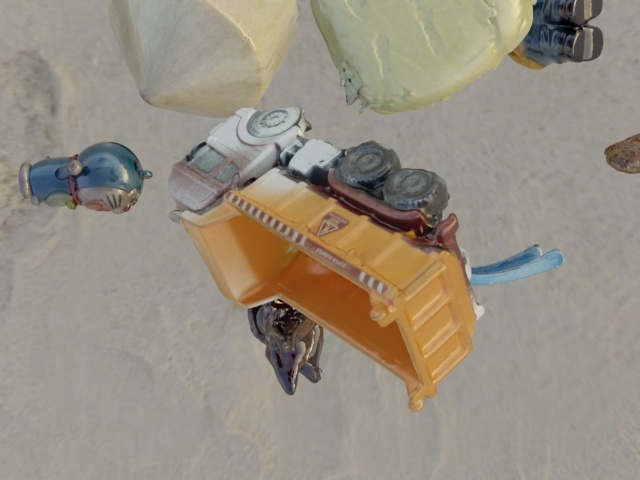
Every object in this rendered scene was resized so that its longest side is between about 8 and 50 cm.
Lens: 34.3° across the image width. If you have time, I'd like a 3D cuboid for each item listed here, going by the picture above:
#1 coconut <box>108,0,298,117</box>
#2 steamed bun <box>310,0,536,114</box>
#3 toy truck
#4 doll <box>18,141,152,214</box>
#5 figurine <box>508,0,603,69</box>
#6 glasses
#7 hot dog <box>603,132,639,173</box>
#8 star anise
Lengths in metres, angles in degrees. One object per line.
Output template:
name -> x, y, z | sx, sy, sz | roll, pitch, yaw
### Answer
coconut -> -0.191, -0.331, 1.662 | 0.328, 0.329, 0.329 | 1, 97, 5
steamed bun -> 0.131, -0.296, 1.347 | 0.273, 0.166, 0.232 | -32, 94, 17
toy truck -> 0.000, 0.000, 0.743 | 0.135, 0.270, 0.114 | -39, 132, -19
doll -> -0.272, -0.071, 1.217 | 0.151, 0.114, 0.086 | -4, 79, 1
figurine -> 0.256, -0.344, 1.589 | 0.204, 0.332, 0.185 | -16, 115, -26
glasses -> 0.120, 0.010, 1.051 | 0.220, 0.189, 0.088 | -14, 89, 4
hot dog -> 0.367, -0.103, 1.183 | 0.083, 0.058, 0.035 | -21, 66, 8
star anise -> -0.047, 0.074, 1.360 | 0.102, 0.272, 0.272 | -2, 97, 13
